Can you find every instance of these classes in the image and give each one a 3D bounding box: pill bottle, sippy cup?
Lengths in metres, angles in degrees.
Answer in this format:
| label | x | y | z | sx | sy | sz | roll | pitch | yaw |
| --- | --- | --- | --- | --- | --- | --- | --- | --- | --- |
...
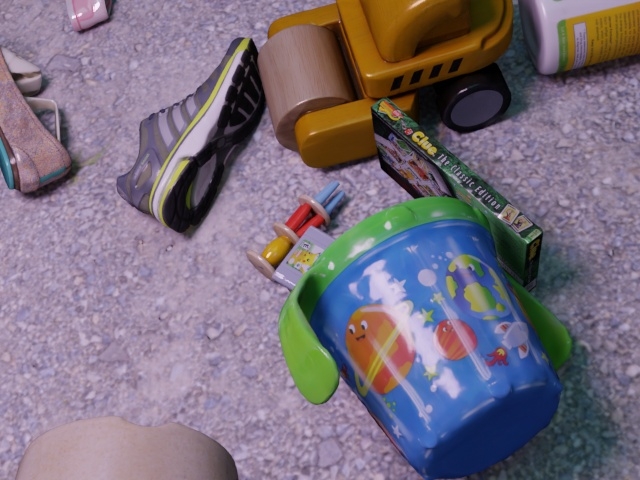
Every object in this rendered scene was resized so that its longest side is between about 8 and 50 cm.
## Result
| label | x | y | z | sx | sy | sz | roll | pitch | yaw |
| --- | --- | --- | --- | --- | --- | --- | --- | --- | --- |
| pill bottle | 0.392 | -0.307 | 1.220 | 0.246 | 0.136 | 0.136 | -13 | 60 | 3 |
| sippy cup | 0.122 | 0.112 | 0.971 | 0.306 | 0.240 | 0.224 | -25 | 55 | -9 |

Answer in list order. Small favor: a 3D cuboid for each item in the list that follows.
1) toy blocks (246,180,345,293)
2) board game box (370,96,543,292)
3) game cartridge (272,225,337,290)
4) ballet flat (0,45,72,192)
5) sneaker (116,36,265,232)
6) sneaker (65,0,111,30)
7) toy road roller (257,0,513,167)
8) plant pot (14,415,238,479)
| label | x | y | z | sx | sy | sz | roll | pitch | yaw |
| --- | --- | --- | --- | --- | --- | --- | --- | --- | --- |
| toy blocks | 0.000 | 0.000 | 1.170 | 0.123 | 0.054 | 0.148 | 35 | 73 | 26 |
| board game box | 0.158 | -0.052 | 1.124 | 0.030 | 0.136 | 0.259 | -37 | 62 | -14 |
| game cartridge | -0.011 | 0.026 | 1.117 | 0.056 | 0.017 | 0.083 | 30 | 69 | 18 |
| ballet flat | -0.436 | -0.196 | 1.343 | 0.106 | 0.107 | 0.316 | -19 | 63 | -24 |
| sneaker | -0.172 | -0.157 | 1.260 | 0.121 | 0.111 | 0.299 | 17 | 64 | 23 |
| sneaker | -0.357 | -0.382 | 1.447 | 0.070 | 0.051 | 0.134 | -18 | 63 | -2 |
| toy road roller | 0.077 | -0.259 | 1.190 | 0.330 | 0.240 | 0.202 | -16 | 60 | 1 |
| plant pot | -0.195 | 0.350 | 0.891 | 0.334 | 0.333 | 0.305 | -7 | 49 | 6 |
